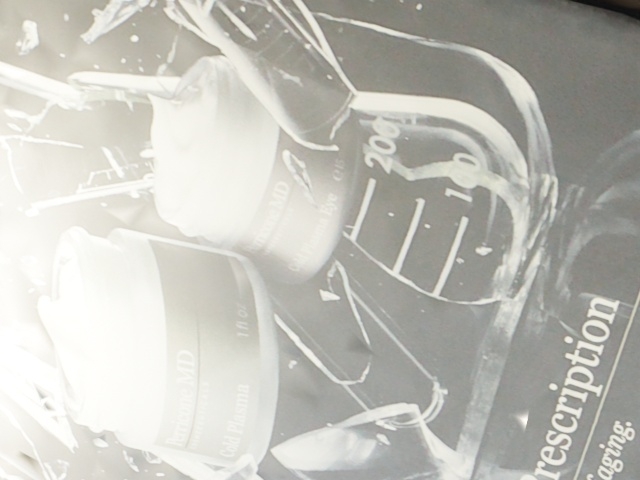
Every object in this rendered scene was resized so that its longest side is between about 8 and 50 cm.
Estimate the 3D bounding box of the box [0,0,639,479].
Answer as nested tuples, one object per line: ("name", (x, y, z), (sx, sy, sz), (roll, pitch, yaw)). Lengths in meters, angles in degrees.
("box", (0.000, 0.000, 0.722), (0.179, 0.312, 0.343), (-55, 161, -55))
